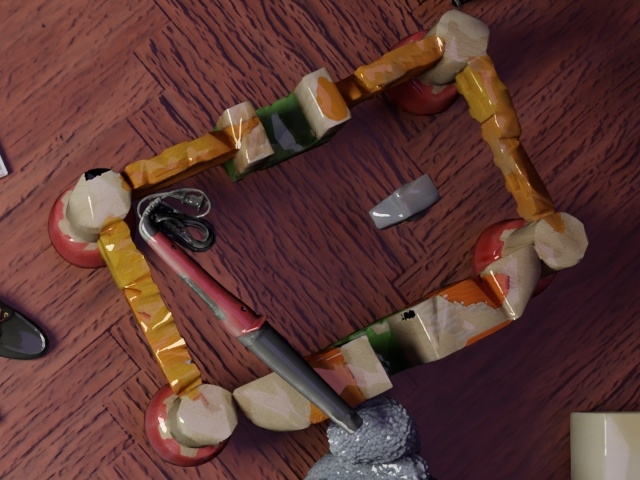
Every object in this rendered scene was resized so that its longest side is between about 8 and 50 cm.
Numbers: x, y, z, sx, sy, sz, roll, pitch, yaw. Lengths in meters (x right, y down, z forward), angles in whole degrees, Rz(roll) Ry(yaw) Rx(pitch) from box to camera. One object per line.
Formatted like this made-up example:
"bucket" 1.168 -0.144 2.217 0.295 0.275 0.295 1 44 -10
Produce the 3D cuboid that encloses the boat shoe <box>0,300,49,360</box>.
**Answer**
"boat shoe" -0.322 0.077 1.591 0.133 0.042 0.049 29 78 -9

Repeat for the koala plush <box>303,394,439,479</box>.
"koala plush" 0.015 0.280 1.557 0.221 0.203 0.196 -37 92 -12

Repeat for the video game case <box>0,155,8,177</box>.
"video game case" -0.377 -0.081 1.607 0.122 0.011 0.087 -23 90 -12

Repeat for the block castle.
"block castle" 0.000 0.000 1.581 0.453 0.213 0.303 -26 87 -15

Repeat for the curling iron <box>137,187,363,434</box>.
"curling iron" -0.057 0.061 1.431 0.068 0.035 0.274 -41 90 -14

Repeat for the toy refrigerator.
"toy refrigerator" 0.400 0.213 1.694 0.269 0.102 0.094 1 85 -11

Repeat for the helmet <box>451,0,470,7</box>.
"helmet" 0.159 -0.333 1.671 0.161 0.169 0.169 -42 94 5
